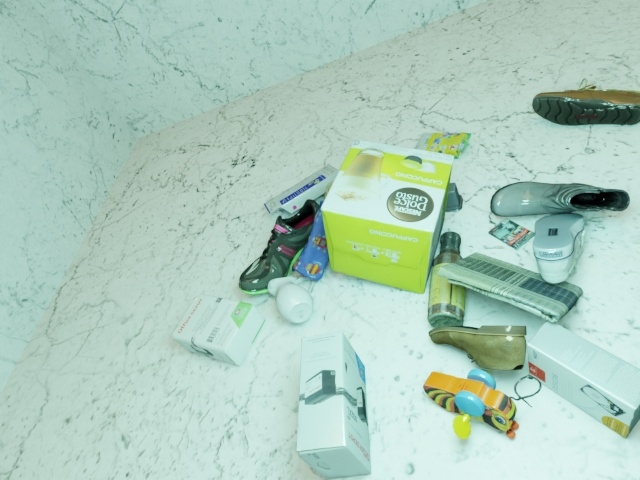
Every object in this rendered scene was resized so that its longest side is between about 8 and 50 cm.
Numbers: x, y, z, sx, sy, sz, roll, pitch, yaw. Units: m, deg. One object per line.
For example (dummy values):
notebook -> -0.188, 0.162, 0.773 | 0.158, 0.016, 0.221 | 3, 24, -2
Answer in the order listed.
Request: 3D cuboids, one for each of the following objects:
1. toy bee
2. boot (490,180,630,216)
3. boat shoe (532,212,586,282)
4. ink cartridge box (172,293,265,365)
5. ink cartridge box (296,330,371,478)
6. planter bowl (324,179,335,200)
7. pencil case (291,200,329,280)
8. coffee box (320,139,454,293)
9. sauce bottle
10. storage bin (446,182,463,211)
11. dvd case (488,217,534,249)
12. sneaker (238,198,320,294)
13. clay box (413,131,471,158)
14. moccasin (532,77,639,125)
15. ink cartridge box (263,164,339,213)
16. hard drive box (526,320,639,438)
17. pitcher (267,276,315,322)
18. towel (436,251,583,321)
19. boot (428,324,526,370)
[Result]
toy bee -> 0.401, 0.414, 1.027 | 0.195, 0.162, 0.298 | -35, 13, -15
boot -> 0.722, -0.130, 1.294 | 0.339, 0.118, 0.222 | -9, 9, 8
boat shoe -> 0.712, 0.031, 1.243 | 0.136, 0.156, 0.367 | -3, 18, 33
ink cartridge box -> -0.375, 0.323, 1.547 | 0.273, 0.114, 0.198 | 5, 51, 32
ink cartridge box -> 0.040, 0.438, 1.126 | 0.129, 0.223, 0.307 | -14, 44, 15
planter bowl -> 0.082, -0.196, 1.822 | 0.162, 0.109, 0.162 | -15, 44, 15
pencil case -> 0.000, 0.000, 1.584 | 0.133, 0.120, 0.306 | -123, 56, -83
coffee box -> 0.228, -0.078, 1.396 | 0.338, 0.338, 0.334 | 13, 55, 18
sauce bottle -> 0.408, 0.117, 1.333 | 0.112, 0.111, 0.344 | -3, 46, 26
storage bin -> 0.468, -0.172, 1.602 | 0.135, 0.091, 0.098 | -2, 48, 26
dvd case -> 0.645, -0.024, 1.417 | 0.087, 0.013, 0.119 | -37, 43, -9
sneaker -> -0.160, 0.015, 1.672 | 0.185, 0.202, 0.483 | 23, 62, 42
clay box -> 0.536, -0.415, 1.836 | 0.222, 0.053, 0.127 | 9, 54, 33
moccasin -> 1.031, -0.535, 1.622 | 0.380, 0.139, 0.147 | 9, 53, 34
ink cartridge box -> -0.080, -0.223, 1.939 | 0.371, 0.069, 0.176 | -30, 25, -4
hard drive box -> 0.614, 0.316, 0.970 | 0.089, 0.181, 0.232 | -42, 42, -13
pitcher -> -0.082, 0.200, 1.521 | 0.178, 0.125, 0.207 | -21, 28, -14
towel -> 0.525, 0.123, 1.169 | 0.324, 0.056, 0.312 | 23, 22, 36
boot -> 0.406, 0.284, 1.124 | 0.305, 0.113, 0.115 | -19, 69, 60
